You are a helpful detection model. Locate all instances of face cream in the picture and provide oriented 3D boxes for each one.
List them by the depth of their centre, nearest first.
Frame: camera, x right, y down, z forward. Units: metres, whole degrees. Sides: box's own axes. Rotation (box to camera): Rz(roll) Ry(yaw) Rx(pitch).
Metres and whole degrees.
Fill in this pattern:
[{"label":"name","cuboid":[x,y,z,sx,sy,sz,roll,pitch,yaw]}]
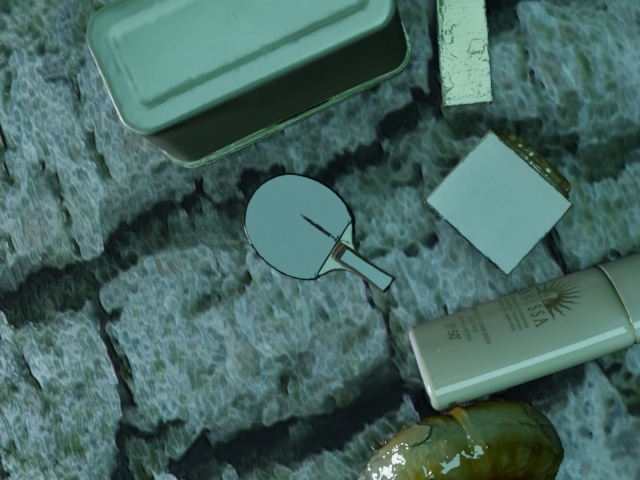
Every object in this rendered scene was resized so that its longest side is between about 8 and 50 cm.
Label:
[{"label":"face cream","cuboid":[0.289,0.107,1.764,0.348,0.173,0.081,-19,114,3]}]

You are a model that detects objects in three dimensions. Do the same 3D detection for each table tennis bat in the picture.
[{"label":"table tennis bat","cuboid":[0.000,0.000,1.852,0.220,0.019,0.130,34,93,4]}]

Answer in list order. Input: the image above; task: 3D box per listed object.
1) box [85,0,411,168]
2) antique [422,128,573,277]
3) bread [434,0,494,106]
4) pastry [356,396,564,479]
[{"label":"box","cuboid":[-0.077,-0.238,1.693,0.352,0.344,0.177,-24,87,4]},{"label":"antique","cuboid":[0.227,-0.052,1.773,0.146,0.152,0.148,42,95,4]},{"label":"bread","cuboid":[0.186,-0.249,1.834,0.068,0.028,0.154,-5,91,4]},{"label":"pastry","cuboid":[0.176,0.273,1.741,0.235,0.257,0.121,-28,60,16]}]
